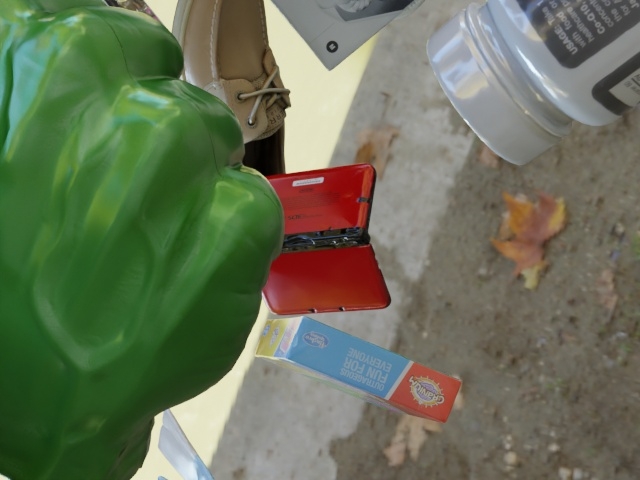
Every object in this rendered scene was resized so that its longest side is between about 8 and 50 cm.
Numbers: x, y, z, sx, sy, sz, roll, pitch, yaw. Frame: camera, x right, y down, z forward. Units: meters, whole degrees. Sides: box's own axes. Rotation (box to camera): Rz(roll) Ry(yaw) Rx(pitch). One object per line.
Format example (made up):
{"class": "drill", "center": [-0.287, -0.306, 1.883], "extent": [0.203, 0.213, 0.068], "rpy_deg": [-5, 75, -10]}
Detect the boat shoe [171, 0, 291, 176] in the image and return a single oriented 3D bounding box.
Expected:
{"class": "boat shoe", "center": [-0.080, -0.159, 1.196], "extent": [0.110, 0.121, 0.341], "rpy_deg": [28, 142, 26]}

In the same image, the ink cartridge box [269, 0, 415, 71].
{"class": "ink cartridge box", "center": [0.025, -0.344, 1.216], "extent": [0.224, 0.223, 0.045], "rpy_deg": [-41, 22, 5]}

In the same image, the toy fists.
{"class": "toy fists", "center": [-0.135, -0.044, 0.369], "extent": [0.279, 0.096, 0.142], "rpy_deg": [33, 117, 17]}

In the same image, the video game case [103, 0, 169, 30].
{"class": "video game case", "center": [-0.221, -0.236, 1.377], "extent": [0.042, 0.210, 0.232], "rpy_deg": [-38, -6, -12]}

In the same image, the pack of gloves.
{"class": "pack of gloves", "center": [-0.154, 0.366, 1.461], "extent": [0.232, 0.046, 0.195], "rpy_deg": [48, 137, 39]}

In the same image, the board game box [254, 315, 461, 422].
{"class": "board game box", "center": [0.042, 0.187, 1.603], "extent": [0.316, 0.242, 0.064], "rpy_deg": [154, 139, -78]}

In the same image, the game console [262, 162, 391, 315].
{"class": "game console", "center": [0.000, 0.000, 1.089], "extent": [0.144, 0.085, 0.124], "rpy_deg": [-6, 60, 29]}

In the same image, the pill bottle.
{"class": "pill bottle", "center": [0.295, -0.244, 1.068], "extent": [0.361, 0.204, 0.204], "rpy_deg": [-36, 48, 26]}

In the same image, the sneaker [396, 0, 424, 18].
{"class": "sneaker", "center": [0.110, -0.486, 1.484], "extent": [0.148, 0.131, 0.350], "rpy_deg": [-90, 4, -60]}
